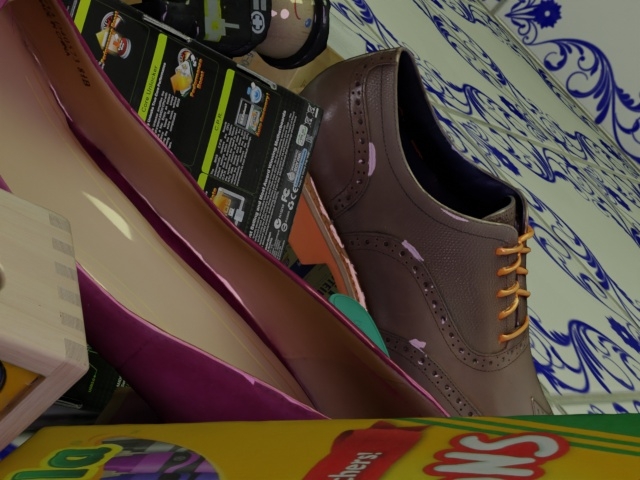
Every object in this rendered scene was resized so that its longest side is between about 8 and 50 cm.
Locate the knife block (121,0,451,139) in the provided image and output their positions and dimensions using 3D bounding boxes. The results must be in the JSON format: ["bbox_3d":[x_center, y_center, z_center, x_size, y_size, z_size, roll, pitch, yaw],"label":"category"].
[{"bbox_3d":[-0.037,-0.122,1.196,0.275,0.088,0.242,30,1,20],"label":"knife block"}]

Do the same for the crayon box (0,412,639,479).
[{"bbox_3d":[-0.017,0.118,0.432,0.202,0.318,0.081,-45,130,-74],"label":"crayon box"}]

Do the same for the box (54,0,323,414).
[{"bbox_3d":[-0.091,-0.007,0.736,0.045,0.191,0.184,10,-8,43],"label":"box"}]

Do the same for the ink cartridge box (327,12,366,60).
[{"bbox_3d":[-0.033,-0.230,1.593,0.206,0.045,0.208,38,19,-16],"label":"ink cartridge box"}]

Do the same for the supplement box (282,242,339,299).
[{"bbox_3d":[0.000,0.000,1.113,0.083,0.056,0.083,24,26,-46],"label":"supplement box"}]

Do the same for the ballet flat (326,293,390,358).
[{"bbox_3d":[0.030,0.120,0.881,0.074,0.074,0.203,27,24,-42],"label":"ballet flat"}]

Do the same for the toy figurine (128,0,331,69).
[{"bbox_3d":[-0.121,-0.123,0.876,0.148,0.213,0.209,-4,44,-51],"label":"toy figurine"}]

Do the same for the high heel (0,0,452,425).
[{"bbox_3d":[-0.058,-0.021,0.586,0.377,0.181,0.127,65,29,-31],"label":"high heel"}]

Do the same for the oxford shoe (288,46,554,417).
[{"bbox_3d":[0.093,0.042,1.005,0.364,0.132,0.130,57,30,-8],"label":"oxford shoe"}]

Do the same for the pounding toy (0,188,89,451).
[{"bbox_3d":[-0.172,0.041,0.487,0.141,0.130,0.100,26,33,-38],"label":"pounding toy"}]
